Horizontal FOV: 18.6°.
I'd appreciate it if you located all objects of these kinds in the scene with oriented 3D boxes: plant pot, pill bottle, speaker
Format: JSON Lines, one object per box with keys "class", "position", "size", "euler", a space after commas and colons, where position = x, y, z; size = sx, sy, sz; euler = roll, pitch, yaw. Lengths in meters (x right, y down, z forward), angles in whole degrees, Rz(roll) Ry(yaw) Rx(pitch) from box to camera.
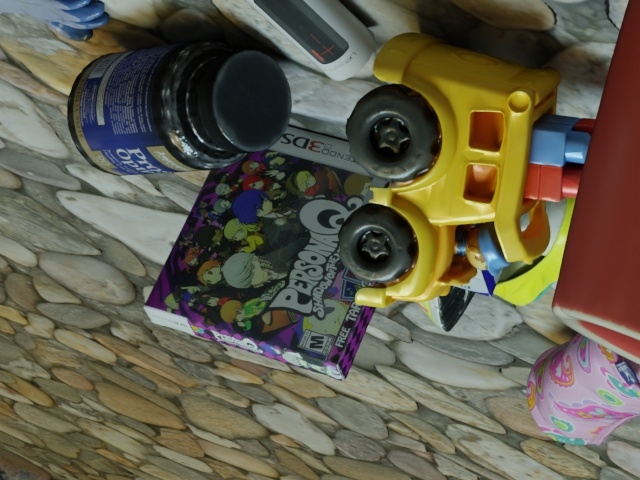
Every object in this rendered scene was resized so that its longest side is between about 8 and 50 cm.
{"class": "plant pot", "position": [0.298, -0.019, 1.364], "size": [0.275, 0.243, 0.275], "euler": [25, 175, 2]}
{"class": "pill bottle", "position": [-0.131, -0.125, 1.839], "size": [0.123, 0.122, 0.219], "euler": [37, 156, -34]}
{"class": "speaker", "position": [-0.014, -0.192, 1.637], "size": [0.055, 0.055, 0.136], "euler": [2, 151, 45]}

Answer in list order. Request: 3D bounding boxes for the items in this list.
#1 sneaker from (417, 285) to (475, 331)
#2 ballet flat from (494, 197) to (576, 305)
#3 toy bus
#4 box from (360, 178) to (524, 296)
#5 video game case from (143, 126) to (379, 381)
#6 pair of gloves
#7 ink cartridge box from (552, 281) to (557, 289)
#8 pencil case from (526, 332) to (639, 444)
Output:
{"class": "sneaker", "position": [0.100, 0.018, 2.029], "size": [0.094, 0.081, 0.208], "euler": [19, 154, 33]}
{"class": "ballet flat", "position": [0.204, 0.002, 1.821], "size": [0.077, 0.077, 0.231], "euler": [17, 155, -11]}
{"class": "toy bus", "position": [0.135, -0.046, 1.603], "size": [0.211, 0.220, 0.149], "euler": [11, -162, 16]}
{"class": "box", "position": [0.116, -0.037, 1.763], "size": [0.126, 0.137, 0.072], "euler": [16, 159, 19]}
{"class": "video game case", "position": [-0.030, 0.002, 1.890], "size": [0.210, 0.232, 0.042], "euler": [16, 157, 21]}
{"class": "pair of gloves", "position": [-0.294, -0.249, 1.852], "size": [0.159, 0.023, 0.198], "euler": [9, 155, 36]}
{"class": "ink cartridge box", "position": [0.256, 0.023, 1.922], "size": [0.063, 0.029, 0.115], "euler": [35, 158, -30]}
{"class": "pencil case", "position": [0.309, 0.138, 2.022], "size": [0.124, 0.124, 0.284], "euler": [26, 161, -7]}
